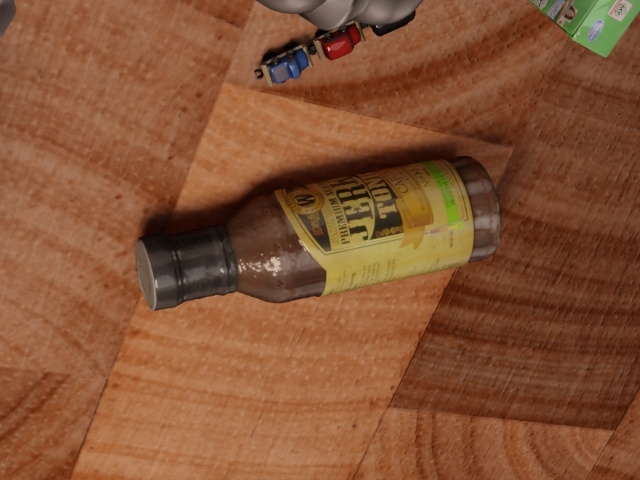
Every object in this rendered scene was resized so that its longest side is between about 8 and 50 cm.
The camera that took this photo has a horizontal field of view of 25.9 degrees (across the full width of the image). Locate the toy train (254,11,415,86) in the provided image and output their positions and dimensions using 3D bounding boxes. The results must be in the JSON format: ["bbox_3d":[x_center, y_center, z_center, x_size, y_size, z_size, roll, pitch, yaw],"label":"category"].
[{"bbox_3d":[0.015,-0.179,1.256,0.158,0.036,0.027,-26,128,-7],"label":"toy train"}]

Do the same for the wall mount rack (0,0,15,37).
[{"bbox_3d":[-0.213,-0.317,0.959,0.350,0.130,0.304,-23,112,13],"label":"wall mount rack"}]

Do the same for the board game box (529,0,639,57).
[{"bbox_3d":[0.262,-0.333,1.153,0.046,0.213,0.317,22,111,-34],"label":"board game box"}]

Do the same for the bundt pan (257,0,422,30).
[{"bbox_3d":[0.035,-0.314,1.121,0.331,0.124,0.330,-11,125,-16],"label":"bundt pan"}]

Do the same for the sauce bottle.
[{"bbox_3d":[0.000,0.000,1.321,0.345,0.111,0.111,-13,126,-18],"label":"sauce bottle"}]
